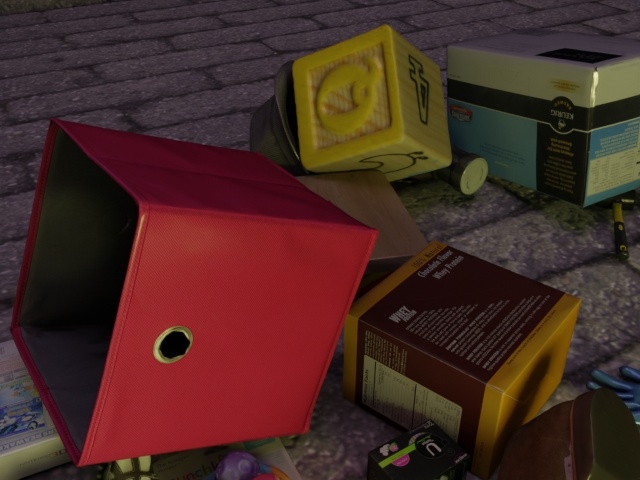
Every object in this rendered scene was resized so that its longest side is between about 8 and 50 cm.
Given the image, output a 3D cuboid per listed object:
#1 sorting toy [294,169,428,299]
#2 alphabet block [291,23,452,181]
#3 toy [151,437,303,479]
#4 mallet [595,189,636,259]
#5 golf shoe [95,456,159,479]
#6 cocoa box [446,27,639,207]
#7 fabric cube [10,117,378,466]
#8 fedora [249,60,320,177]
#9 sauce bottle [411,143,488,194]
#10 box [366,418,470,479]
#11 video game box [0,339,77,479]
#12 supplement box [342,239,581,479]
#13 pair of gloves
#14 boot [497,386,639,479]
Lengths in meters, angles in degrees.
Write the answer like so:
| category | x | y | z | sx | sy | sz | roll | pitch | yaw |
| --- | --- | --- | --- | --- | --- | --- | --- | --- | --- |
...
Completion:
| category | x | y | z | sx | sy | sz | roll | pitch | yaw |
| --- | --- | --- | --- | --- | --- | --- | --- | --- | --- |
| sorting toy | 0.000 | 0.000 | 1.017 | 0.255 | 0.089 | 0.257 | -6 | 32 | -10 |
| alphabet block | 0.088 | -0.211 | 1.141 | 0.192 | 0.194 | 0.197 | -14 | -14 | 32 |
| toy | -0.067 | 0.256 | 0.645 | 0.136 | 0.056 | 0.237 | -13 | 34 | -21 |
| mallet | 0.477 | -0.032 | 1.121 | 0.062 | 0.039 | 0.190 | 12 | 38 | 19 |
| golf shoe | -0.172 | 0.252 | 0.649 | 0.093 | 0.077 | 0.198 | 12 | 37 | -5 |
| cocoa box | 0.416 | -0.232 | 1.217 | 0.231 | 0.228 | 0.347 | -18 | 27 | -25 |
| fabric cube | -0.143 | 0.045 | 0.720 | 0.258 | 0.254 | 0.259 | 6 | 20 | -39 |
| fedora | -0.046 | -0.188 | 1.237 | 0.124 | 0.244 | 0.275 | -18 | 31 | 29 |
| sauce bottle | 0.163 | -0.182 | 1.288 | 0.111 | 0.111 | 0.344 | -23 | 40 | -31 |
| box | 0.096 | 0.231 | 0.688 | 0.083 | 0.052 | 0.062 | -19 | 36 | -29 |
| video game box | -0.311 | 0.175 | 0.782 | 0.205 | 0.048 | 0.187 | -15 | 33 | -21 |
| supplement box | 0.157 | 0.123 | 0.785 | 0.194 | 0.129 | 0.191 | 24 | 40 | 32 |
| pair of gloves | 0.368 | 0.211 | 0.746 | 0.159 | 0.023 | 0.198 | 12 | 33 | 18 |
| boot | 0.210 | 0.278 | 0.594 | 0.112 | 0.115 | 0.305 | 40 | 45 | -18 |
